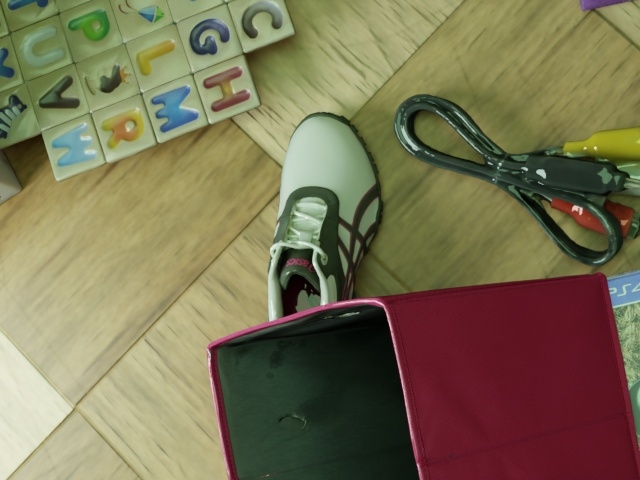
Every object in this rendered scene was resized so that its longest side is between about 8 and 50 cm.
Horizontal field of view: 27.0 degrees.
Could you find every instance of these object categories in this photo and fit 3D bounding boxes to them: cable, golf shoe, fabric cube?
[{"bbox_3d":[0.209,-0.063,1.327,0.287,0.072,0.139,14,103,25],"label":"cable"},{"bbox_3d":[0.000,0.000,1.314,0.105,0.120,0.272,0,82,13],"label":"golf shoe"},{"bbox_3d":[0.093,0.177,1.144,0.254,0.258,0.259,-19,80,51],"label":"fabric cube"}]

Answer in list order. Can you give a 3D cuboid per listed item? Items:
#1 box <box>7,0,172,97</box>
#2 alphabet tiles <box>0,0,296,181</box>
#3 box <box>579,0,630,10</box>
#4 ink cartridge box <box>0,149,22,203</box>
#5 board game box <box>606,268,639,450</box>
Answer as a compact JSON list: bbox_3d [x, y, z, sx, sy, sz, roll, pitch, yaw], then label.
[{"bbox_3d":[-0.245,-0.265,1.429,0.175,0.051,0.220,-8,82,10],"label":"box"},{"bbox_3d":[-0.211,-0.230,1.385,0.343,0.011,0.285,-20,79,7],"label":"alphabet tiles"},{"bbox_3d":[0.332,-0.392,1.327,0.201,0.057,0.293,-10,81,9],"label":"box"},{"bbox_3d":[-0.472,-0.100,1.342,0.198,0.270,0.197,-32,79,6],"label":"ink cartridge box"},{"bbox_3d":[0.371,0.159,1.206,0.232,0.141,0.291,-15,80,9],"label":"board game box"}]
